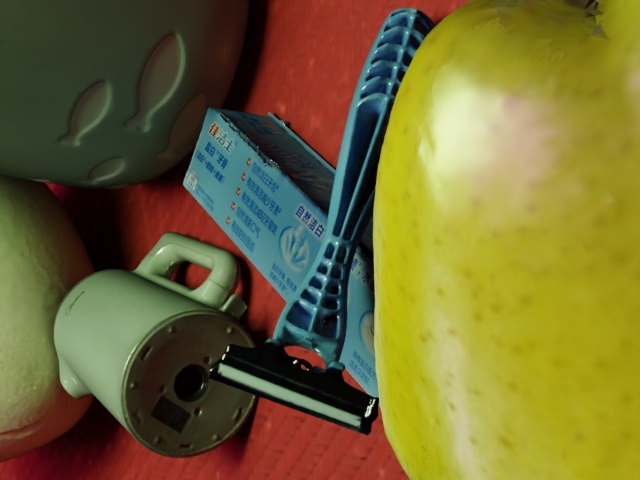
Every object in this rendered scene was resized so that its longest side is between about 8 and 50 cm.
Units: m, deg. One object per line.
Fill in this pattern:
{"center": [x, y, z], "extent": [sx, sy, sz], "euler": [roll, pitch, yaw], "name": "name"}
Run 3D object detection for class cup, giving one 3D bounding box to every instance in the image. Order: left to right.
{"center": [-0.182, -0.197, 0.846], "extent": [0.357, 0.274, 0.259], "euler": [-38, 53, 38], "name": "cup"}

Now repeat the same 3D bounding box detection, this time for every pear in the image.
{"center": [0.123, -0.034, 0.374], "extent": [0.267, 0.267, 0.178], "euler": [42, 159, 50], "name": "pear"}

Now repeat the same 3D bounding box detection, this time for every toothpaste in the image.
{"center": [0.000, 0.000, 0.743], "extent": [0.272, 0.053, 0.066], "euler": [44, 123, 49], "name": "toothpaste"}

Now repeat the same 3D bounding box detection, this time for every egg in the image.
{"center": [-0.253, 0.053, 0.993], "extent": [0.286, 0.174, 0.264], "euler": [-89, 10, -47], "name": "egg"}

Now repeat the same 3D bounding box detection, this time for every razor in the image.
{"center": [0.017, -0.022, 0.655], "extent": [0.042, 0.082, 0.253], "euler": [112, 176, -61], "name": "razor"}

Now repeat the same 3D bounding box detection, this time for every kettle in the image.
{"center": [-0.114, 0.064, 0.851], "extent": [0.148, 0.098, 0.127], "euler": [23, 107, 58], "name": "kettle"}
